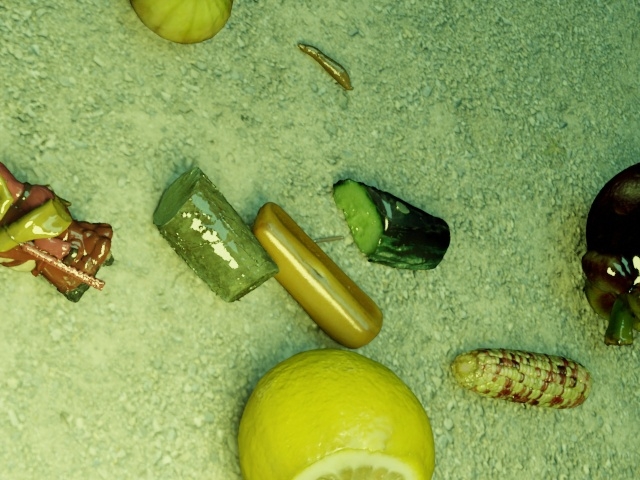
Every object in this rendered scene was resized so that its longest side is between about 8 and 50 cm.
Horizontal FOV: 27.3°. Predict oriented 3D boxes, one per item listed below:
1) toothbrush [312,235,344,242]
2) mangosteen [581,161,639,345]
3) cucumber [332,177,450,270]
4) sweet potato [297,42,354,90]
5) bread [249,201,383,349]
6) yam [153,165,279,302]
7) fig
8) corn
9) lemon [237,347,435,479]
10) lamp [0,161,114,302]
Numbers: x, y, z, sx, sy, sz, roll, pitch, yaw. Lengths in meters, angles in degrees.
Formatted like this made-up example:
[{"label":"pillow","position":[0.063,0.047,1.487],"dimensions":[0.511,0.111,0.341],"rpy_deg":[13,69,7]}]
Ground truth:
[{"label":"toothbrush","position":[0.000,0.000,1.907],"dimensions":[0.097,0.008,0.006],"rpy_deg":[-8,86,-44]},{"label":"mangosteen","position":[0.568,0.005,2.206],"dimensions":[0.313,0.297,0.297],"rpy_deg":[-11,73,-20]},{"label":"cucumber","position":[0.114,-0.024,1.975],"dimensions":[0.193,0.086,0.115],"rpy_deg":[21,52,-39]},{"label":"sweet potato","position":[0.011,-0.277,2.063],"dimensions":[0.115,0.026,0.026],"rpy_deg":[39,47,-14]},{"label":"bread","position":[-0.014,0.052,1.817],"dimensions":[0.239,0.074,0.092],"rpy_deg":[46,25,-10]},{"label":"yam","position":[-0.138,0.001,1.725],"dimensions":[0.183,0.107,0.107],"rpy_deg":[49,45,-12]},{"label":"fig","position":[-0.192,-0.336,1.815],"dimensions":[0.160,0.143,0.230],"rpy_deg":[42,18,-22]},{"label":"corn","position":[0.308,0.207,2.002],"dimensions":[0.253,0.086,0.086],"rpy_deg":[13,59,-34]},{"label":"lemon","position":[0.014,0.244,1.630],"dimensions":[0.240,0.240,0.219],"rpy_deg":[22,30,-30]},{"label":"lamp","position":[-0.363,-0.027,1.539],"dimensions":[0.253,0.118,0.118],"rpy_deg":[31,50,-25]}]
